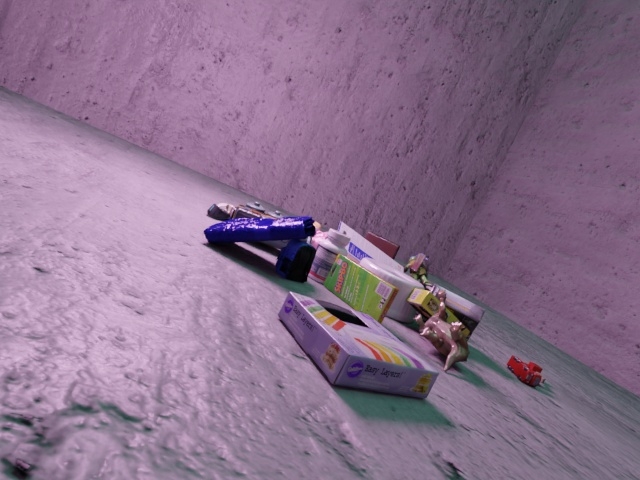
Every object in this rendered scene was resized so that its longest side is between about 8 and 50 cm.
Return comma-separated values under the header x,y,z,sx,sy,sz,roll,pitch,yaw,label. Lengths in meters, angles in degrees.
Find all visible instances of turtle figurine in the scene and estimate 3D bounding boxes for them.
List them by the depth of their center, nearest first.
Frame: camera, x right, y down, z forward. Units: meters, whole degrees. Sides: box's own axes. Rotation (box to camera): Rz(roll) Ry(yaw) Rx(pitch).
x,y,z,sx,sy,sz,roll,pitch,yaw,label
0.490,0.223,2.231,0.198,0.275,0.266,47,17,-26,turtle figurine

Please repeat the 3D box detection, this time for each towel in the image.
x,y,z,sx,sy,sz,roll,pitch,yaw,label
-0.178,-0.039,1.305,0.309,0.076,0.228,-3,2,7,towel

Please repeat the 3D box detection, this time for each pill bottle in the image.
x,y,z,sx,sy,sz,roll,pitch,yaw,label
0.031,0.055,1.456,0.108,0.180,0.108,26,6,-3,pill bottle

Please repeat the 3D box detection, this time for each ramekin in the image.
x,y,z,sx,sy,sz,roll,pitch,yaw,label
0.236,0.171,1.514,0.278,0.135,0.277,25,6,-3,ramekin

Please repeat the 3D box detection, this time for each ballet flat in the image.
x,y,z,sx,sy,sz,roll,pitch,yaw,label
-0.391,-0.118,1.749,0.074,0.074,0.203,28,7,22,ballet flat

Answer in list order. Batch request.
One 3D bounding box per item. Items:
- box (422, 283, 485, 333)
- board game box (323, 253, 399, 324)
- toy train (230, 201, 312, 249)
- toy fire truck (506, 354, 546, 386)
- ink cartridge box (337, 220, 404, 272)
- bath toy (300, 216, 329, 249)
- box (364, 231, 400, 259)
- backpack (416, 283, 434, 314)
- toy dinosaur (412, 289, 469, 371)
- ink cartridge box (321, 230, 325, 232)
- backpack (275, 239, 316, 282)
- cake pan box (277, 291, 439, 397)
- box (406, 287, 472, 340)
x,y,z,sx,sy,sz,roll,pitch,yaw,label
0.458,0.264,1.484,0.183,0.056,0.231,29,-24,20,box
0.117,0.145,1.306,0.039,0.124,0.260,21,8,-46,board game box
-0.188,-0.040,1.591,0.334,0.142,0.190,22,11,-6,toy train
0.723,0.457,1.449,0.135,0.047,0.192,27,7,0,toy fire truck
0.202,0.082,1.795,0.371,0.069,0.175,38,33,-14,ink cartridge box
0.000,0.000,2.092,0.349,0.151,0.128,29,-28,29,bath toy
0.277,0.082,2.094,0.169,0.203,0.167,27,6,12,box
0.430,0.247,1.685,0.182,0.115,0.152,16,18,36,backpack
0.370,0.286,1.218,0.200,0.127,0.295,57,10,-24,toy dinosaur
0.108,0.039,2.307,0.235,0.088,0.193,18,8,-47,ink cartridge box
-0.080,0.055,1.300,0.101,0.120,0.098,30,9,38,backpack
0.068,0.209,0.862,0.246,0.070,0.267,24,6,-32,cake pan box
0.394,0.255,1.394,0.232,0.058,0.087,42,-14,-16,box
